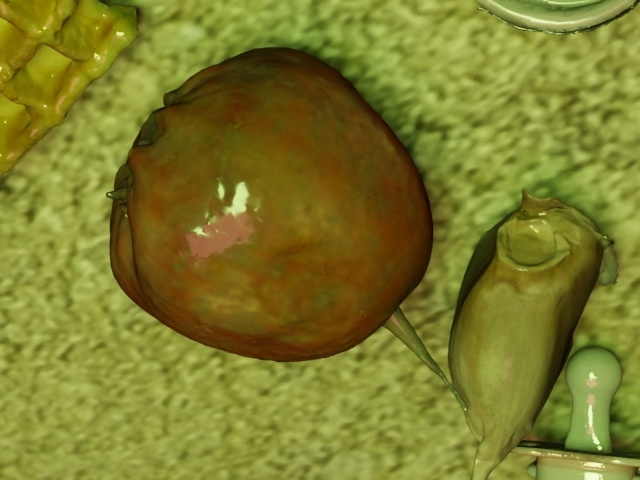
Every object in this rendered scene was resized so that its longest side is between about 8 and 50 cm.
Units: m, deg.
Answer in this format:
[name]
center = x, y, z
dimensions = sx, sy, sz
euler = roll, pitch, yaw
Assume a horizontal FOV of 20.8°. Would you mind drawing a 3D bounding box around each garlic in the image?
[garlic]
center = 0.090, 0.040, 0.842
dimensions = 0.066, 0.084, 0.152
euler = 28, 123, 25

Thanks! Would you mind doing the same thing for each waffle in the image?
[waffle]
center = -0.188, -0.098, 0.805
dimensions = 0.160, 0.055, 0.211
euler = 26, 127, -36

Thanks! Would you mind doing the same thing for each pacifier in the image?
[pacifier]
center = 0.137, 0.092, 0.881
dimensions = 0.099, 0.081, 0.078
euler = 2, 89, 24

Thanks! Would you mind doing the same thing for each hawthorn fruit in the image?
[hawthorn fruit]
center = -0.014, -0.010, 0.814
dimensions = 0.189, 0.149, 0.149
euler = 26, 129, -37

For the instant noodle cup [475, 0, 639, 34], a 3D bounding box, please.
[instant noodle cup]
center = 0.100, -0.148, 0.690
dimensions = 0.127, 0.135, 0.127
euler = 7, 123, 11
